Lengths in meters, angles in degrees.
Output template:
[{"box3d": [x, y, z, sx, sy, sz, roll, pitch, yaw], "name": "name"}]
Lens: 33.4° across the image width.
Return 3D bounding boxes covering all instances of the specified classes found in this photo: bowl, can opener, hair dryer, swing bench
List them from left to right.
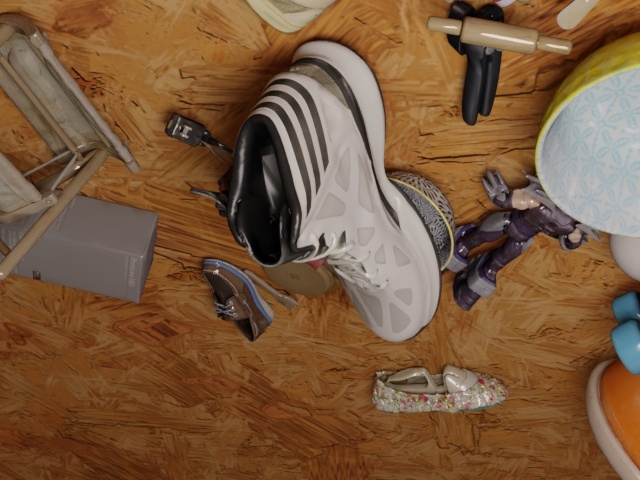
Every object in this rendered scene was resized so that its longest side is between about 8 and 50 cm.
[{"box3d": [-0.423, -0.134, 1.413, 0.165, 0.254, 0.253, 36, 163, 46], "name": "swing bench"}, {"box3d": [-0.094, -0.037, 1.447, 0.080, 0.223, 0.293, -44, 133, 18], "name": "hair dryer"}, {"box3d": [0.124, -0.038, 1.483, 0.170, 0.080, 0.170, 22, 136, 22], "name": "bowl"}, {"box3d": [0.197, -0.213, 1.298, 0.059, 0.073, 0.186, -30, 144, -12], "name": "can opener"}, {"box3d": [0.397, -0.150, 1.237, 0.289, 0.156, 0.289, 7, 142, 5], "name": "bowl"}]

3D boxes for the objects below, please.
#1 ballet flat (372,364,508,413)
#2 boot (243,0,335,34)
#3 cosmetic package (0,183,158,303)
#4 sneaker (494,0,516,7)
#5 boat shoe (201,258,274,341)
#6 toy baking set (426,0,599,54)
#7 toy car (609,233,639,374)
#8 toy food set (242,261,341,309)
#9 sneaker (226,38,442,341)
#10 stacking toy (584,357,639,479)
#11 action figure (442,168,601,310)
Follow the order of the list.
[{"box3d": [0.202, 0.256, 1.852, 0.241, 0.091, 0.077, -7, 116, 16], "name": "ballet flat"}, {"box3d": [-0.042, -0.351, 1.137, 0.203, 0.095, 0.262, -24, 132, 36], "name": "boot"}, {"box3d": [-0.378, 0.002, 1.650, 0.238, 0.107, 0.127, 14, 139, 1], "name": "cosmetic package"}, {"box3d": [0.217, -0.308, 1.174, 0.067, 0.042, 0.118, 28, 141, -26], "name": "sneaker"}, {"box3d": [-0.138, 0.100, 1.733, 0.066, 0.066, 0.183, 0, 143, 40], "name": "boat shoe"}, {"box3d": [0.227, -0.290, 1.139, 0.256, 0.030, 0.197, 15, 123, 3], "name": "toy baking set"}, {"box3d": [0.467, 0.018, 1.452, 0.219, 0.210, 0.238, -30, 99, 23], "name": "toy car"}, {"box3d": [-0.031, 0.044, 1.681, 0.132, 0.038, 0.192, 37, 146, -22], "name": "toy food set"}, {"box3d": [-0.001, 0.000, 1.353, 0.169, 0.257, 0.447, 5, 128, 37], "name": "sneaker"}, {"box3d": [0.651, 0.181, 1.542, 0.350, 0.350, 0.480, 25, 122, -17], "name": "stacking toy"}, {"box3d": [0.270, -0.019, 1.486, 0.185, 0.099, 0.285, 37, 131, -20], "name": "action figure"}]
